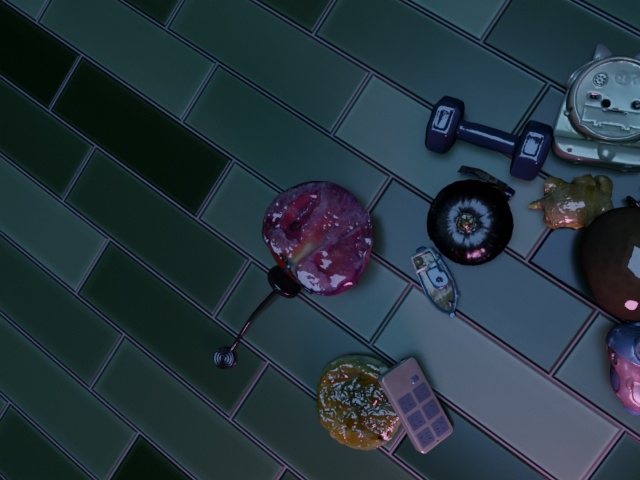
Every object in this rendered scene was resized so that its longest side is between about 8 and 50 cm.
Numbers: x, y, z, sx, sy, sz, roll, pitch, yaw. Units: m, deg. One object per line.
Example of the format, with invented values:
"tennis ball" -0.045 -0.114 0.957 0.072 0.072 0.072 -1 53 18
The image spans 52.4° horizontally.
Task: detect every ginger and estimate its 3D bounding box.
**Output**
"ginger" 0.657 -0.100 1.706 0.216 0.102 0.157 -4 80 15

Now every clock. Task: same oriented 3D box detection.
"clock" 0.758 -0.351 1.685 0.265 0.108 0.324 10 90 16

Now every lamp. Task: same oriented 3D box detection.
"lamp" -0.212 0.232 1.926 0.371 0.108 0.130 -44 79 10

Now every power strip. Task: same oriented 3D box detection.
"power strip" 0.257 0.445 1.774 0.118 0.046 0.270 -30 94 -17

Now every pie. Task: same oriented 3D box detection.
"pie" 0.109 0.459 1.847 0.277 0.078 0.277 -1 87 17

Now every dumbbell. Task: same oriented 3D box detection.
"dumbbell" 0.449 -0.277 1.749 0.325 0.160 0.144 21 62 15
"dumbbell" 0.836 -0.104 1.674 0.147 0.069 0.069 -38 79 10

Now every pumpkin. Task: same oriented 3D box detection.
"pumpkin" 0.401 -0.047 1.743 0.233 0.163 0.233 -1 88 18

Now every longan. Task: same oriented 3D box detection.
"longan" 0.784 0.051 1.595 0.300 0.243 0.300 -1 93 -9

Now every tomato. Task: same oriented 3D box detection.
"tomato" 0.003 0.004 1.850 0.290 0.176 0.335 -41 77 -11

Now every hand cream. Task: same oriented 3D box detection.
"hand cream" 0.457 -0.164 1.790 0.163 0.062 0.039 31 127 9

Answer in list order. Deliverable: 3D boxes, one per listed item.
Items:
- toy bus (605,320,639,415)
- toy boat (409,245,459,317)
"toy bus" 0.848 0.332 1.599 0.294 0.197 0.231 11 101 14
"toy boat" 0.317 0.113 1.792 0.088 0.102 0.215 -28 82 15
